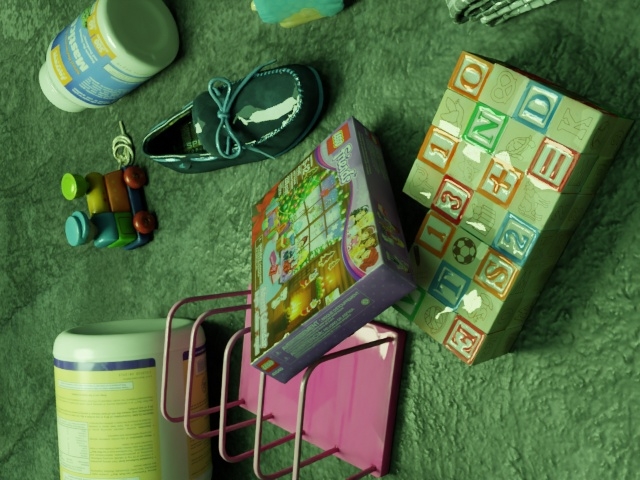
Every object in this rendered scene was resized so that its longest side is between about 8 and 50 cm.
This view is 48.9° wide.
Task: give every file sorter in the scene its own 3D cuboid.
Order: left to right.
[{"bbox_3d":[-0.064,0.195,0.959,0.291,0.182,0.202,14,103,41],"label":"file sorter"}]

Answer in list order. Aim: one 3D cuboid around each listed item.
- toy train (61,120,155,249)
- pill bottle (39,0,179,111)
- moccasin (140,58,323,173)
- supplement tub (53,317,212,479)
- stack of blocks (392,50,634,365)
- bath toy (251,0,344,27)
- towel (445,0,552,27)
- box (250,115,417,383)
[{"bbox_3d":[-0.404,-0.105,1.281,0.105,0.143,0.247,-22,78,41],"label":"toy train"},{"bbox_3d":[-0.386,-0.325,1.245,0.272,0.152,0.152,-18,81,41],"label":"pill bottle"},{"bbox_3d":[-0.143,-0.163,1.053,0.342,0.117,0.137,-22,78,41],"label":"moccasin"},{"bbox_3d":[-0.300,0.303,1.146,0.241,0.241,0.331,-2,91,43],"label":"supplement tub"},{"bbox_3d":[0.183,-0.035,0.779,0.171,0.087,0.297,37,117,35],"label":"stack of blocks"},{"bbox_3d":[-0.053,-0.471,0.948,0.129,0.151,0.348,-10,82,4],"label":"bath toy"},{"bbox_3d":[0.225,-0.368,0.677,0.284,0.121,0.234,-17,81,51],"label":"towel"},{"bbox_3d":[0.000,0.000,0.849,0.201,0.057,0.293,-40,32,24],"label":"box"}]
